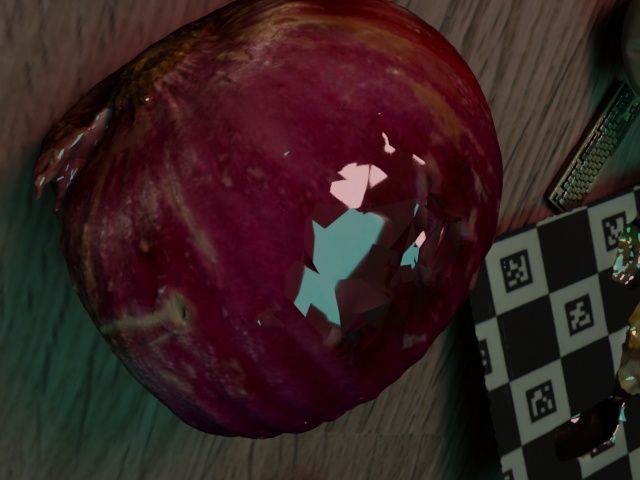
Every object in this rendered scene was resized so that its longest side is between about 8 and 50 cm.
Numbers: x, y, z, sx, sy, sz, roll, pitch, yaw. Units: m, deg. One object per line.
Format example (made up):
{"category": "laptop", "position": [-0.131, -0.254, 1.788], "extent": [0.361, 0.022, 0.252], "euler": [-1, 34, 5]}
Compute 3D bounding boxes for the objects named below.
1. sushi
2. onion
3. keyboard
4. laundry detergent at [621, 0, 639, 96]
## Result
{"category": "sushi", "position": [0.292, 0.118, 0.786], "extent": [0.359, 0.064, 0.343], "euler": [-19, 102, -25]}
{"category": "onion", "position": [-0.009, -0.019, 0.448], "extent": [0.272, 0.230, 0.256], "euler": [26, 94, -31]}
{"category": "keyboard", "position": [0.257, -0.083, 0.727], "extent": [0.049, 0.015, 0.129], "euler": [32, 91, -39]}
{"category": "laundry detergent", "position": [0.470, -0.221, 0.679], "extent": [0.398, 0.264, 0.124], "euler": [-31, 121, -34]}
